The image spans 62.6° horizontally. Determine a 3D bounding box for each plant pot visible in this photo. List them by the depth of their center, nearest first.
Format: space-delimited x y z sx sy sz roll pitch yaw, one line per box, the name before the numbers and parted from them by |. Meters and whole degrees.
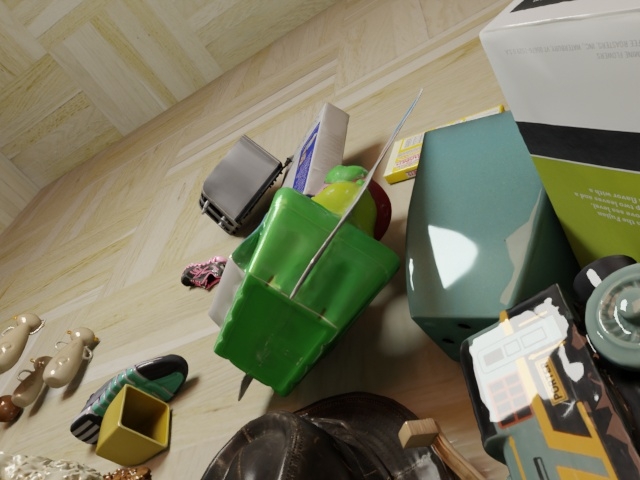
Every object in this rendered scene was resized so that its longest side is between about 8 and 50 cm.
plant pot | 0.191 0.005 0.565 0.165 0.166 0.234 -7 50 41
plant pot | -0.279 0.279 0.766 0.083 0.081 0.081 -44 29 12

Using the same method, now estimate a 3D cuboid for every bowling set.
bowling set | -0.634 0.253 1.082 0.154 0.286 0.200 -86 22 -60

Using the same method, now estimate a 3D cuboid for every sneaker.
sneaker | -0.309 0.233 0.856 0.223 0.083 0.098 -33 26 9
sneaker | -0.231 0.073 1.031 0.119 0.047 0.057 -22 45 27

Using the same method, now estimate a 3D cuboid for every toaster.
toaster | -0.164 -0.116 1.084 0.186 0.110 0.168 -54 9 -14

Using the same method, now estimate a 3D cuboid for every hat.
hat | -0.030 0.254 0.483 0.331 0.134 0.331 -26 32 17

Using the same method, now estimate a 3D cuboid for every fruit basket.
fruit basket | 0.000 0.000 0.678 0.327 0.165 0.353 -60 4 49

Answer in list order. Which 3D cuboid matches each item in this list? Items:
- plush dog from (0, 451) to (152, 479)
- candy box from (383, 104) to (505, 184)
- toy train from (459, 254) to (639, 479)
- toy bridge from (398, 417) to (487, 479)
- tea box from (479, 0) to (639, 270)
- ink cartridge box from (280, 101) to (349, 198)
plush dog | -0.287 0.355 0.537 0.210 0.263 0.226 -12 43 12
candy box | 0.210 -0.162 0.898 0.205 0.027 0.105 -14 40 35
toy train | 0.214 0.163 0.339 0.190 0.142 0.334 -37 38 28
toy bridge | 0.122 0.228 0.426 0.063 0.026 0.188 1 40 -17
tea box | 0.357 -0.125 0.400 0.329 0.324 0.220 -44 30 -10
ink cartridge box | -0.029 -0.087 0.939 0.176 0.069 0.371 -52 16 38
